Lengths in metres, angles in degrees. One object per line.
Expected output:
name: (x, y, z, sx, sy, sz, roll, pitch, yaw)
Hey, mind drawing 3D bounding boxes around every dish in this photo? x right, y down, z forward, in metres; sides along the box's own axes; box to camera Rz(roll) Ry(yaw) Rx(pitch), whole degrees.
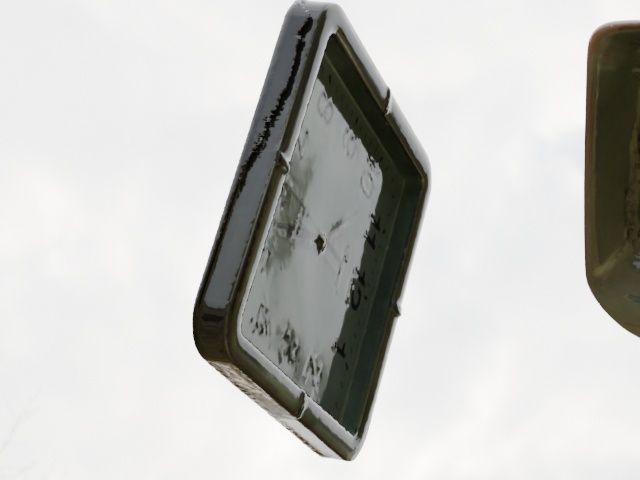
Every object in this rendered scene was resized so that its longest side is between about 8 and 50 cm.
dish: (0.250, -0.035, 0.833, 0.154, 0.064, 0.234, 7, -62, 22)

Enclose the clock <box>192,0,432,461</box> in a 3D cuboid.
clock: (-0.001, 0.000, 0.971, 0.049, 0.273, 0.279, 6, -23, 25)
